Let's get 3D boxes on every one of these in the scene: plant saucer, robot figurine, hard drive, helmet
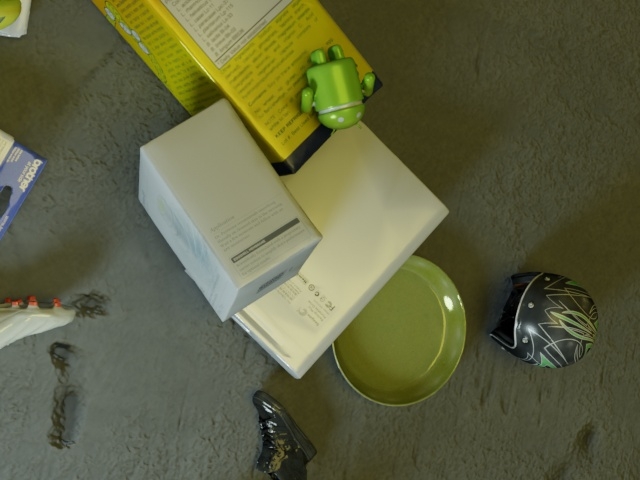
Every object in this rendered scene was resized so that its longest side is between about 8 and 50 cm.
[{"bbox_3d":[0.120,0.141,1.653,0.241,0.037,0.241,0,90,-23],"label":"plant saucer"},{"bbox_3d":[0.021,-0.199,1.377,0.101,0.067,0.115,-16,98,-13],"label":"robot figurine"},{"bbox_3d":[0.000,0.000,1.572,0.233,0.047,0.353,45,74,-5],"label":"hard drive"},{"bbox_3d":[0.370,0.130,1.695,0.169,0.161,0.169,0,90,-24],"label":"helmet"}]

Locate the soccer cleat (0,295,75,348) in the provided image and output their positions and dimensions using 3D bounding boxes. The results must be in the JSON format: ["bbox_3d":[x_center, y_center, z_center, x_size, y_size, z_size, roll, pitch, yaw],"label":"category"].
[{"bbox_3d":[-0.429,0.118,1.397,0.196,0.068,0.076,-3,97,-17],"label":"soccer cleat"}]

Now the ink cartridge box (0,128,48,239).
[{"bbox_3d":[-0.537,-0.108,1.345,0.311,0.065,0.186,31,78,-18],"label":"ink cartridge box"}]

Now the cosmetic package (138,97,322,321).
[{"bbox_3d":[-0.132,-0.034,1.402,0.138,0.224,0.224,-32,82,-17],"label":"cosmetic package"}]

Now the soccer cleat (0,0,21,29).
[{"bbox_3d":[-0.509,-0.243,1.301,0.289,0.093,0.121,-26,125,-32],"label":"soccer cleat"}]

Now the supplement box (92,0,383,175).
[{"bbox_3d":[-0.121,-0.282,1.457,0.194,0.195,0.356,-46,108,-17],"label":"supplement box"}]

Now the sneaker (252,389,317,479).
[{"bbox_3d":[-0.067,0.313,1.563,0.089,0.051,0.170,-45,111,-22],"label":"sneaker"}]

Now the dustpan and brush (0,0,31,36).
[{"bbox_3d":[-0.491,-0.360,1.374,0.211,0.060,0.147,6,101,-30],"label":"dustpan and brush"}]
